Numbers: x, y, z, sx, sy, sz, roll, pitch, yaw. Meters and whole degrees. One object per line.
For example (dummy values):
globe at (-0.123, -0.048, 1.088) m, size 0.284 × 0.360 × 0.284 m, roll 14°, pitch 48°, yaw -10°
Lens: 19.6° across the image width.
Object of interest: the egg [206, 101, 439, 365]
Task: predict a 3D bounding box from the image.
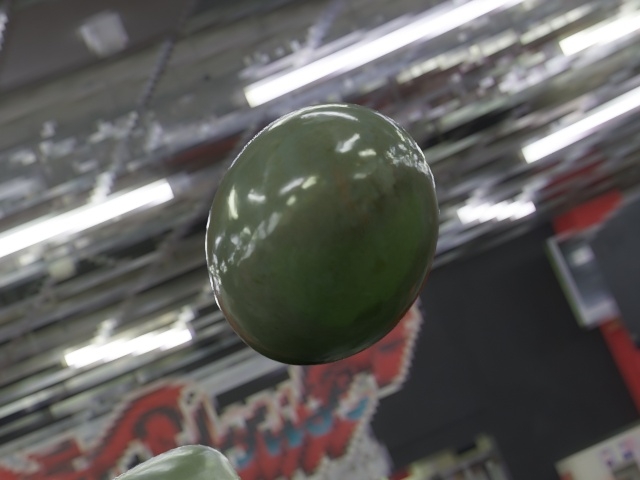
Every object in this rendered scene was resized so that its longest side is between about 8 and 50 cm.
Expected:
egg at (0.000, 0.000, 0.927) m, size 0.114 × 0.114 × 0.152 m, roll -18°, pitch -38°, yaw -33°

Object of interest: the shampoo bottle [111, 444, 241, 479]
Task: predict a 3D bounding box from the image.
shampoo bottle at (-0.132, 0.368, 1.644) m, size 0.322 × 0.317 × 0.322 m, roll -29°, pitch -10°, yaw -6°
